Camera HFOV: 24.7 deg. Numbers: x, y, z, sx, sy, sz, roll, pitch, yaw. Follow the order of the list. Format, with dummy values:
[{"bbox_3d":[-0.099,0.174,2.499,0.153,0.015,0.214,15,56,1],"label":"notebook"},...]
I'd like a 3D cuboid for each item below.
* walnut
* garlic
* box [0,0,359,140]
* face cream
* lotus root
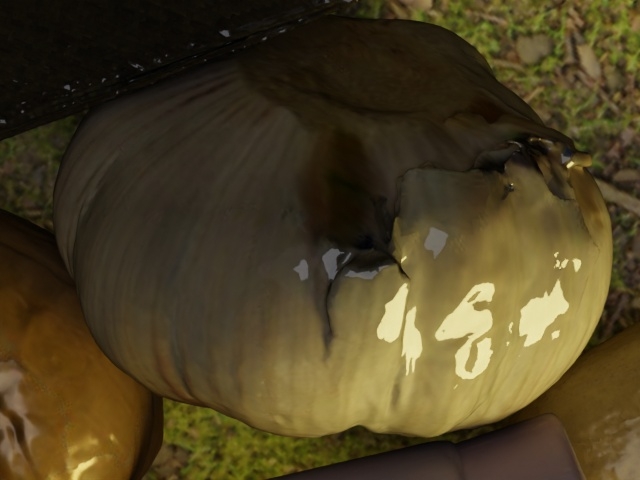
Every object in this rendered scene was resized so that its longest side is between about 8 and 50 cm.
[{"bbox_3d":[-0.202,0.086,0.873,0.195,0.195,0.221,-40,99,1],"label":"walnut"},{"bbox_3d":[0.001,-0.015,0.822,0.322,0.322,0.241,24,101,-4],"label":"garlic"},{"bbox_3d":[-0.118,-0.178,0.785,0.273,0.184,0.143,-18,123,16],"label":"box"},{"bbox_3d":[0.021,0.184,0.830,0.274,0.096,0.154,-21,88,3],"label":"face cream"},{"bbox_3d":[0.220,0.122,0.923,0.303,0.131,0.146,-34,94,0],"label":"lotus root"}]
